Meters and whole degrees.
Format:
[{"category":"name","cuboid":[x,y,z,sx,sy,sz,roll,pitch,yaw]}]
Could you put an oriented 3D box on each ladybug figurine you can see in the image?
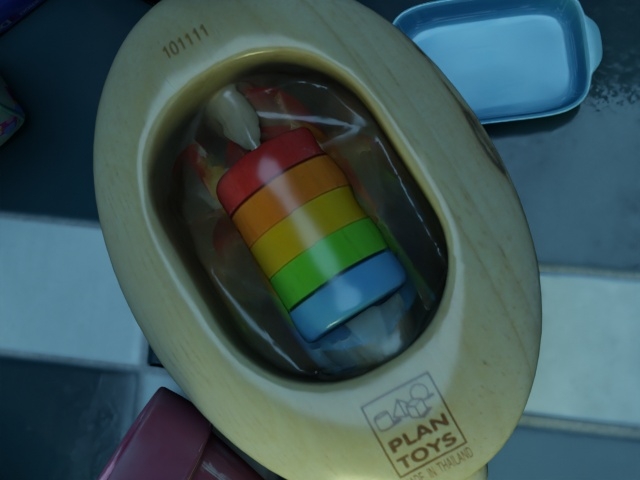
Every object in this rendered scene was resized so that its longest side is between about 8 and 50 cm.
[{"category":"ladybug figurine","cuboid":[0.000,0.000,0.742,0.305,0.162,0.449,-29,81,5]}]

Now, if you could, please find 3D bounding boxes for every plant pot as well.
[{"category":"plant pot","cuboid":[-0.105,0.247,0.731,0.180,0.201,0.201,33,90,-5]}]

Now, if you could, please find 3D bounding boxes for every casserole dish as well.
[{"category":"casserole dish","cuboid":[0.145,-0.154,0.798,0.188,0.037,0.114,-6,84,9]}]

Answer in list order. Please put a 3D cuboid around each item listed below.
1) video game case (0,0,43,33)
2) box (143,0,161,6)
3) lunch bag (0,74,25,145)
[{"category":"video game case","cuboid":[-0.427,-0.266,0.885,0.269,0.061,0.244,-36,82,4]},{"category":"box","cuboid":[-0.119,-0.366,0.707,0.183,0.296,0.294,24,88,-11]},{"category":"lunch bag","cuboid":[-0.405,-0.076,0.786,0.279,0.224,0.108,-33,92,-1]}]
